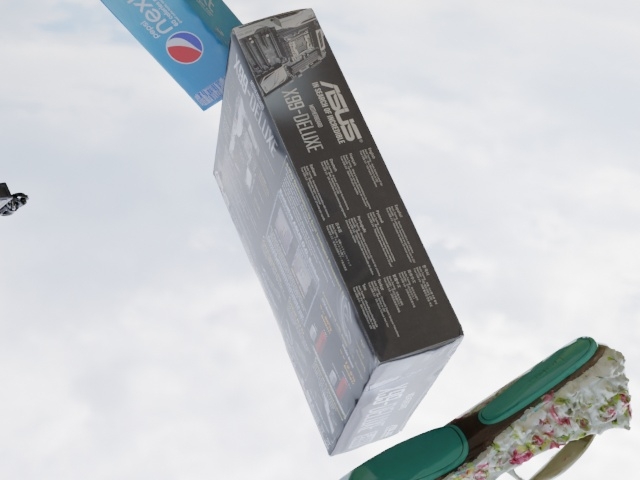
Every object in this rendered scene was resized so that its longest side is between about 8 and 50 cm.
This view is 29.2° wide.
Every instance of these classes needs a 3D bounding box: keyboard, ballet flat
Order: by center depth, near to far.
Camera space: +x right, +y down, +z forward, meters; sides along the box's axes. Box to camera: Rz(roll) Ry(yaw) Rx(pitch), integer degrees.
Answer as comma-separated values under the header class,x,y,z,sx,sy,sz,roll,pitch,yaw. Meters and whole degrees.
class,x,y,z,sx,sy,sz,roll,pitch,yaw
ballet flat,0.122,0.158,0.886,0.241,0.077,0.091,-31,-167,5
keyboard,-0.352,-0.036,1.236,0.108,0.023,0.180,-5,175,-25

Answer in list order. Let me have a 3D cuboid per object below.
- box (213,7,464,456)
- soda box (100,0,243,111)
class,x,y,z,sx,sy,sz,roll,pitch,yaw
box,0.000,0.000,1.035,0.077,0.242,0.307,-17,-113,-16
soda box,-0.148,-0.226,1.161,0.067,0.210,0.071,-28,-147,23
